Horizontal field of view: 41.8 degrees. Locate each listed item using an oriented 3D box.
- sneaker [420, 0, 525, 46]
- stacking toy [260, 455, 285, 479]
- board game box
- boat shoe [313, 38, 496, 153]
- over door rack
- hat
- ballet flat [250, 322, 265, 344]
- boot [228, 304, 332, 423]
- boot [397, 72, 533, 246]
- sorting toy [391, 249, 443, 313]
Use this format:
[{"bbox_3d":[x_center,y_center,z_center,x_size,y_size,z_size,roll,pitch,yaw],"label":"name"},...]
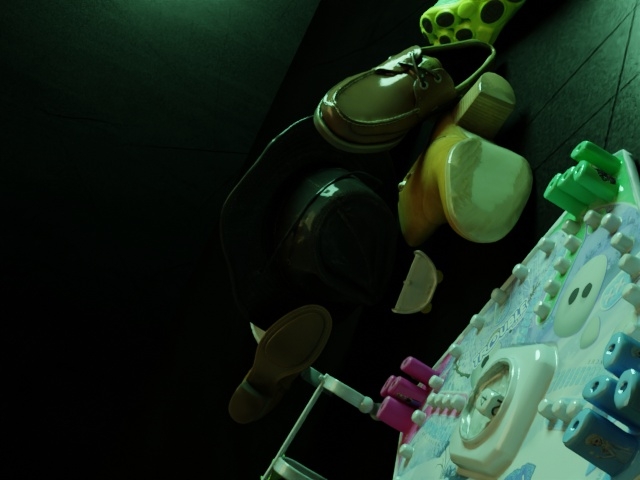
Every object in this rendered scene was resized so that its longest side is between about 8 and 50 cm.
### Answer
[{"bbox_3d":[0.245,-0.350,1.192,0.123,0.109,0.295,-48,5,-26],"label":"sneaker"},{"bbox_3d":[-0.104,0.444,1.232,0.221,0.052,0.167,-62,16,12],"label":"stacking toy"},{"bbox_3d":[0.143,0.137,0.720,0.390,0.050,0.390,-57,6,31],"label":"board game box"},{"bbox_3d":[0.116,-0.204,1.089,0.307,0.111,0.104,-28,-16,-43],"label":"boat shoe"},{"bbox_3d":[-0.025,0.286,1.068,0.240,0.108,0.324,-56,1,-9],"label":"over door rack"},{"bbox_3d":[0.028,0.004,1.127,0.134,0.331,0.331,29,96,44],"label":"hat"},{"bbox_3d":[-0.107,0.105,1.636,0.139,0.139,0.400,-63,17,13],"label":"ballet flat"},{"bbox_3d":[-0.049,0.161,1.162,0.197,0.073,0.152,-48,-7,7],"label":"boot"},{"bbox_3d":[0.159,-0.050,1.023,0.295,0.104,0.211,-74,11,-44],"label":"boot"},{"bbox_3d":[0.120,0.059,1.079,0.075,0.044,0.083,172,120,-81],"label":"sorting toy"}]
